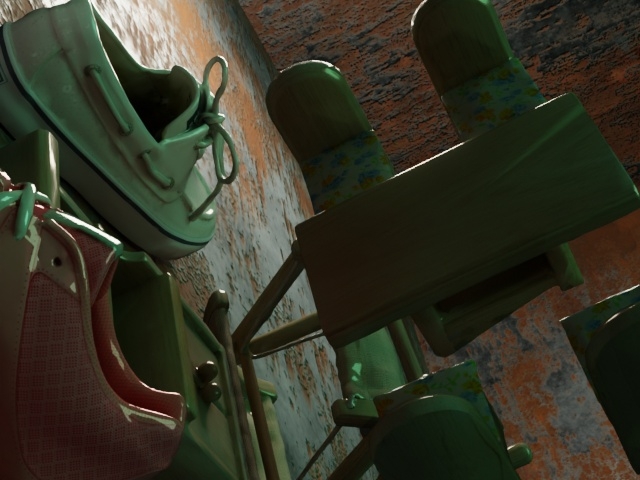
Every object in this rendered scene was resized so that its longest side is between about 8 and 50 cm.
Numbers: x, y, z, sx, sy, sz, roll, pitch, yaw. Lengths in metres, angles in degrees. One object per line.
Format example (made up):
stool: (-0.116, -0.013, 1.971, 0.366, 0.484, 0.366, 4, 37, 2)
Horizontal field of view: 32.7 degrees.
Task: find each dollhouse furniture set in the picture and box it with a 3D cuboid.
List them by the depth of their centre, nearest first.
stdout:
dollhouse furniture set: (0.000, 0.000, 0.728, 0.256, 0.394, 0.362, 57, 11, -42)

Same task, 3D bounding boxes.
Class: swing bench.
swing bench: (0.007, 0.134, 0.956, 0.165, 0.255, 0.253, 38, 22, -38)

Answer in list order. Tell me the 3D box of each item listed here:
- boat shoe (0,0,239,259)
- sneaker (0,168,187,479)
boat shoe: (-0.143, -0.104, 0.977, 0.367, 0.156, 0.136, 50, 17, -58)
sneaker: (-0.172, 0.003, 0.545, 0.314, 0.136, 0.116, 62, 7, -12)
